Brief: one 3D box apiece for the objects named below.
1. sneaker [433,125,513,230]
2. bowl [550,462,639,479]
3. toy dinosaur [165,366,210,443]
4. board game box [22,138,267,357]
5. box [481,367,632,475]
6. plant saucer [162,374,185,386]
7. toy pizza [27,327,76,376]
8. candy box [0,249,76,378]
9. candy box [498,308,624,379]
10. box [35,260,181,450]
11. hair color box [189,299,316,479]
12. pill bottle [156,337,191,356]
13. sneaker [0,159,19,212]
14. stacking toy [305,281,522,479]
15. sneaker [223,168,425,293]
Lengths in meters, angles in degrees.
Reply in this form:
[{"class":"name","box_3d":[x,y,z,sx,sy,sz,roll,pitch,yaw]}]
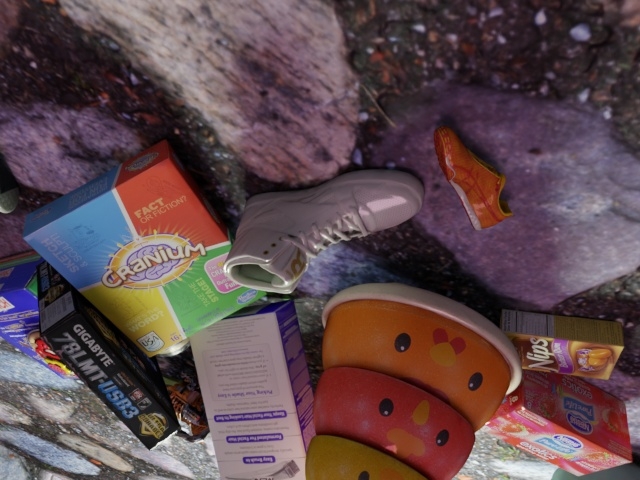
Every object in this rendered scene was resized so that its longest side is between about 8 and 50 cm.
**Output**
[{"class":"sneaker","box_3d":[0.196,-0.087,0.733,0.067,0.064,0.175,-28,130,17]},{"class":"bowl","box_3d":[0.638,0.592,1.266,0.312,0.163,0.311,10,140,9]},{"class":"toy dinosaur","box_3d":[-0.208,0.340,1.228,0.322,0.218,0.164,23,139,-9]},{"class":"board game box","box_3d":[-0.264,0.028,0.919,0.242,0.064,0.316,-29,130,2]},{"class":"box","box_3d":[0.430,0.325,1.061,0.257,0.122,0.128,28,138,-13]},{"class":"plant saucer","box_3d":[-0.321,0.369,1.386,0.241,0.037,0.241,18,164,5]},{"class":"toy pizza","box_3d":[-0.513,0.246,1.179,0.202,0.032,0.201,10,140,9]},{"class":"candy box","box_3d":[-0.564,0.168,1.230,0.268,0.122,0.317,-10,135,31]},{"class":"candy box","box_3d":[0.394,0.175,0.959,0.187,0.053,0.109,6,139,16]},{"class":"box","box_3d":[-0.382,0.184,1.017,0.295,0.073,0.293,61,168,-29]},{"class":"hair color box","box_3d":[-0.115,0.295,1.076,0.185,0.110,0.338,-10,93,19]},{"class":"pill bottle","box_3d":[-0.326,0.114,1.084,0.123,0.122,0.219,-4,136,23]},{"class":"sneaker","box_3d":[-0.608,-0.138,0.920,0.164,0.086,0.226,12,141,1]},{"class":"stacking toy","box_3d":[0.096,0.339,0.887,0.351,0.479,0.350,18,149,11]},{"class":"sneaker","box_3d":[0.000,0.000,0.805,0.293,0.169,0.108,-10,131,27]}]
